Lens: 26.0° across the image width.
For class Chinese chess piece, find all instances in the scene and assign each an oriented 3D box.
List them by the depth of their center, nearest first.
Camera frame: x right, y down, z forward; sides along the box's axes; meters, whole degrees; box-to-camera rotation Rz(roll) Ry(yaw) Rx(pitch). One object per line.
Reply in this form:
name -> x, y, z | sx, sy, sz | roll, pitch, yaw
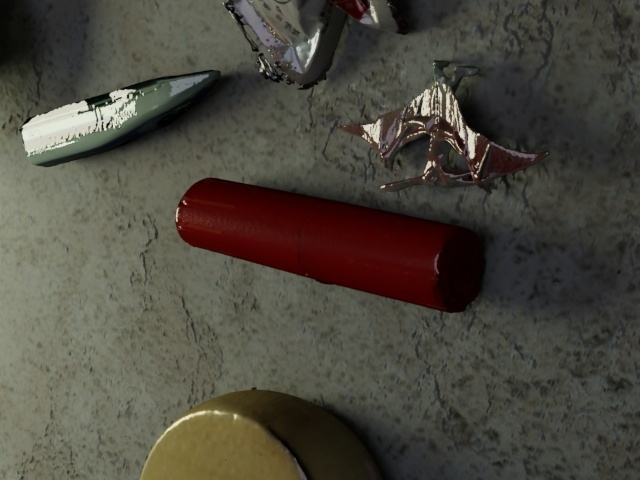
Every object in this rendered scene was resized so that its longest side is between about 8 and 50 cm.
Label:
Chinese chess piece -> -0.049, 0.253, 1.191 | 0.251, 0.097, 0.251 | 4, 97, 40

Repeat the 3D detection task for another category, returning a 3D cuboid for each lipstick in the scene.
lipstick -> 0.001, -0.001, 1.138 | 0.279, 0.073, 0.073 | 13, 103, 38

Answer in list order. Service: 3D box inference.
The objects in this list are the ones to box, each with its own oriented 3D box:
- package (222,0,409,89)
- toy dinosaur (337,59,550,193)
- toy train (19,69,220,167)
package -> -0.036, -0.261, 1.118 | 0.194, 0.071, 0.269 | -27, 92, 31
toy dinosaur -> 0.091, -0.085, 1.077 | 0.220, 0.032, 0.108 | 16, 109, 48
toy train -> -0.182, -0.113, 1.289 | 0.252, 0.055, 0.048 | -11, 88, 41
